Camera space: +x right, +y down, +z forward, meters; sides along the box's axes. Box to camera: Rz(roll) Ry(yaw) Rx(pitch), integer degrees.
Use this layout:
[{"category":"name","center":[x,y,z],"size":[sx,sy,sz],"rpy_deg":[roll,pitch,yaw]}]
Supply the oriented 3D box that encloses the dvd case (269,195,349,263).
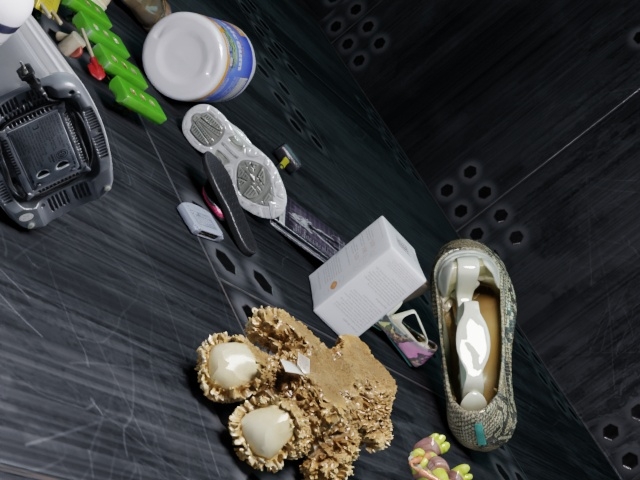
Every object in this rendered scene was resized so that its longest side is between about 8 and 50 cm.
[{"category":"dvd case","center":[0.000,0.000,2.066],"size":[0.221,0.018,0.164],"rpy_deg":[37,17,-14]}]

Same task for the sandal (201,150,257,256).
[{"category":"sandal","center":[-0.152,-0.054,1.757],"size":[0.179,0.040,0.067],"rpy_deg":[67,21,5]}]

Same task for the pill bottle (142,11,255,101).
[{"category":"pill bottle","center":[-0.205,-0.325,2.040],"size":[0.152,0.152,0.272],"rpy_deg":[52,14,2]}]

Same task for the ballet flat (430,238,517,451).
[{"category":"ballet flat","center":[0.285,0.148,2.106],"size":[0.182,0.164,0.483],"rpy_deg":[70,16,-51]}]

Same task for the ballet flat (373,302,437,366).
[{"category":"ballet flat","center":[0.135,0.144,2.074],"size":[0.221,0.079,0.077],"rpy_deg":[45,16,-24]}]

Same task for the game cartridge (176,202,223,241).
[{"category":"game cartridge","center":[-0.175,-0.028,1.642],"size":[0.056,0.017,0.083],"rpy_deg":[60,16,21]}]

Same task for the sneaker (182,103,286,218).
[{"category":"sneaker","center":[-0.132,-0.137,1.927],"size":[0.232,0.090,0.115],"rpy_deg":[53,10,1]}]

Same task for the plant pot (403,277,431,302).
[{"category":"plant pot","center":[0.139,0.073,2.237],"size":[0.109,0.096,0.109],"rpy_deg":[58,16,25]}]

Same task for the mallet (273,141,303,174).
[{"category":"mallet","center":[-0.072,-0.141,2.259],"size":[0.062,0.039,0.190],"rpy_deg":[50,18,-15]}]

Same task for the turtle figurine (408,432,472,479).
[{"category":"turtle figurine","center":[0.204,0.384,1.649],"size":[0.269,0.087,0.217],"rpy_deg":[39,8,-13]}]

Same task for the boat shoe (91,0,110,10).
[{"category":"boat shoe","center":[-0.407,-0.511,1.945],"size":[0.109,0.098,0.302],"rpy_deg":[48,11,-52]}]

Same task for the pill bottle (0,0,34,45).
[{"category":"pill bottle","center":[-0.353,-0.217,1.008],"size":[0.153,0.264,0.153],"rpy_deg":[48,13,-15]}]

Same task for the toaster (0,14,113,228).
[{"category":"toaster","center":[-0.304,-0.132,1.149],"size":[0.146,0.129,0.227],"rpy_deg":[53,-15,31]}]

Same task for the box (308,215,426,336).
[{"category":"box","center":[0.075,0.065,1.886],"size":[0.091,0.170,0.130],"rpy_deg":[44,15,-21]}]

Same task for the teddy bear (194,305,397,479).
[{"category":"teddy bear","center":[-0.032,0.196,1.378],"size":[0.245,0.113,0.338],"rpy_deg":[46,20,7]}]

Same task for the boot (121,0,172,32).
[{"category":"boot","center":[-0.351,-0.493,2.153],"size":[0.106,0.082,0.219],"rpy_deg":[39,19,-50]}]

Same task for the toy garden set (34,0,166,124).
[{"category":"toy garden set","center":[-0.351,-0.287,1.688],"size":[0.244,0.049,0.204],"rpy_deg":[58,13,24]}]
